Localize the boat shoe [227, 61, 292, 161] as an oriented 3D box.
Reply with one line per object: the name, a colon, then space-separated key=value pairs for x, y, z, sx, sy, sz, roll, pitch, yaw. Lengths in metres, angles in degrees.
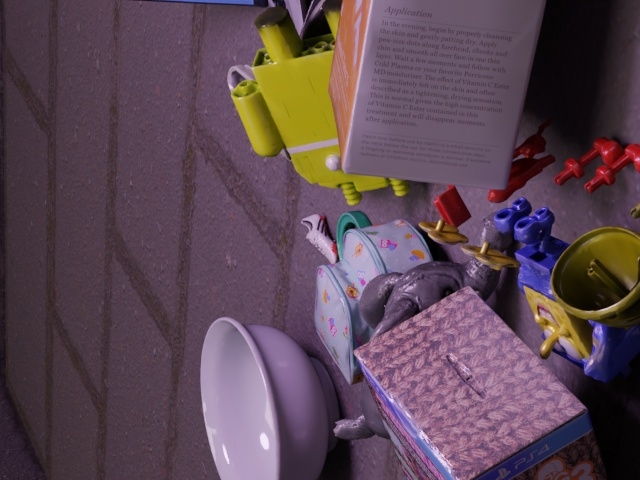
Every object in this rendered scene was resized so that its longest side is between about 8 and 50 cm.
boat shoe: x=-0.037 y=-0.150 z=2.175 sx=0.302 sy=0.094 sz=0.109 roll=-128 pitch=33 yaw=-55

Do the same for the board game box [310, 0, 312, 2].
board game box: x=0.020 y=-0.246 z=2.164 sx=0.145 sy=0.027 sz=0.281 roll=145 pitch=114 yaw=-67

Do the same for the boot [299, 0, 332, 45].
boot: x=0.031 y=-0.335 z=1.969 sx=0.236 sy=0.085 sz=0.179 roll=-59 pitch=32 yaw=29

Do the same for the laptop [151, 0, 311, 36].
laptop: x=-0.180 y=-0.426 z=2.178 sx=0.408 sy=0.236 sz=0.382 roll=-115 pitch=13 yaw=-54

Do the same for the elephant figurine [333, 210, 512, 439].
elephant figurine: x=0.114 y=0.097 z=1.873 sx=0.169 sy=0.186 sz=0.239 roll=11 pitch=120 yaw=48

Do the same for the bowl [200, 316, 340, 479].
bowl: x=-0.060 y=0.247 z=2.404 sx=0.298 sy=0.134 sz=0.298 roll=171 pitch=90 yaw=-68

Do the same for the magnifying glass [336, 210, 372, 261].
magnifying glass: x=0.063 y=0.073 z=2.187 sx=0.092 sy=0.026 sz=0.231 roll=138 pitch=119 yaw=-63

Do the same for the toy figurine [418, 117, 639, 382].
toy figurine: x=0.275 y=0.046 z=1.598 sx=0.217 sy=0.191 sz=0.362 roll=58 pitch=167 yaw=-25

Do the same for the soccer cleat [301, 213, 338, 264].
soccer cleat: x=0.000 y=0.000 z=2.292 sx=0.029 sy=0.035 sz=0.083 roll=114 pitch=141 yaw=-52

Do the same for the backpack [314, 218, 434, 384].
backpack: x=0.072 y=0.074 z=2.020 sx=0.166 sy=0.144 sz=0.188 roll=-121 pitch=33 yaw=-52

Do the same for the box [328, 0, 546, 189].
box: x=0.119 y=-0.254 z=1.630 sx=0.215 sy=0.168 sz=0.345 roll=-97 pitch=15 yaw=-63

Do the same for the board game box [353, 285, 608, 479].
board game box: x=0.180 y=0.237 z=1.691 sx=0.232 sy=0.141 sz=0.291 roll=50 pitch=166 yaw=50

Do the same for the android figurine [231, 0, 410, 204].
android figurine: x=0.027 y=-0.157 z=1.950 sx=0.056 sy=0.248 sz=0.273 roll=-74 pitch=-30 yaw=-51
